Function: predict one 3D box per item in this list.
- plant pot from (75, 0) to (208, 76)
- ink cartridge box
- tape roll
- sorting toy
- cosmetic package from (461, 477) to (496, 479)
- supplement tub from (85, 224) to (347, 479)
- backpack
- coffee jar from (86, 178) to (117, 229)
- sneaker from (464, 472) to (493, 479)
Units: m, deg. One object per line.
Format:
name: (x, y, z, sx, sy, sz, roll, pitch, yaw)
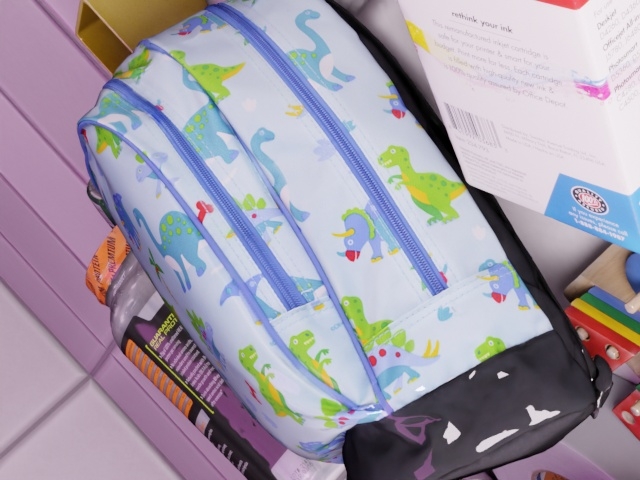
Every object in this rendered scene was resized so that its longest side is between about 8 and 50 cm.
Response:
plant pot: (-0.138, -0.175, 1.063, 0.081, 0.083, 0.081, 47, 162, 0)
ink cartridge box: (0.111, -0.114, 0.660, 0.134, 0.078, 0.231, 27, 152, 44)
tape roll: (0.230, 0.196, 1.024, 0.219, 0.072, 0.219, 42, 160, 19)
sorting toy: (0.208, 0.067, 0.821, 0.132, 0.046, 0.274, 49, 155, 10)
cosmetic package: (0.155, 0.364, 1.162, 0.129, 0.296, 0.153, 9, 167, -14)
supplement tub: (-0.067, 0.098, 1.284, 0.316, 0.193, 0.193, 44, 161, 11)
backpack: (0.000, 0.000, 0.879, 0.290, 0.273, 0.356, 94, 158, -78)
coffee jar: (-0.173, -0.011, 1.444, 0.079, 0.096, 0.184, 32, 157, 44)
sneaker: (0.141, 0.296, 1.377, 0.080, 0.094, 0.212, 41, 160, 22)
